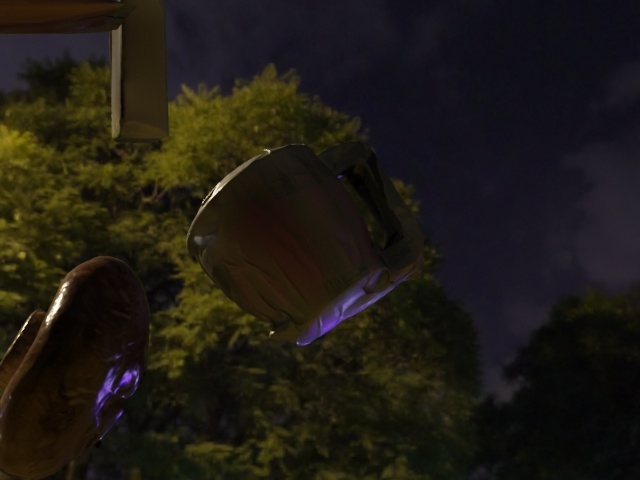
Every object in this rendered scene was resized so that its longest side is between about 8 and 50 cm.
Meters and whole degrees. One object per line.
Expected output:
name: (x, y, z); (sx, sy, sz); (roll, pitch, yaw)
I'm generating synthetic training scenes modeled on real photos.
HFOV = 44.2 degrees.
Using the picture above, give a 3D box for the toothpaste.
toothpaste: (-0.216, -0.143, 0.479); (0.194, 0.043, 0.067); (-2, 0, -25)

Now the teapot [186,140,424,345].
teapot: (-0.009, 0.010, 0.807); (0.163, 0.178, 0.221); (-48, -16, 31)

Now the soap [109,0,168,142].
soap: (-0.248, -0.226, 1.061); (0.063, 0.183, 0.121); (-2, 4, -22)

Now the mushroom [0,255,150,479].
mushroom: (-0.279, 0.119, 0.889); (0.156, 0.286, 0.151); (19, -34, 0)
